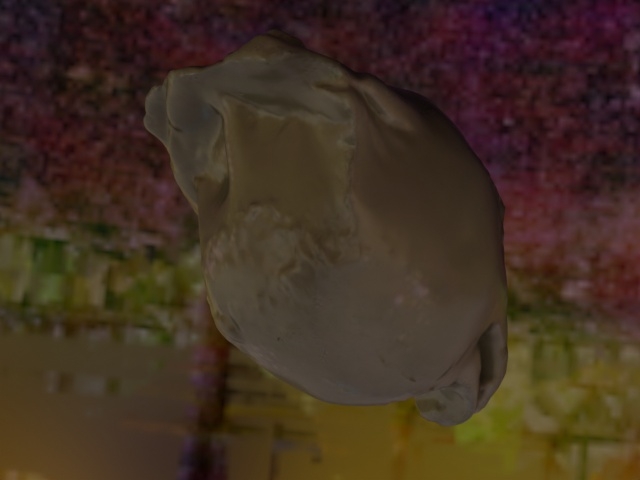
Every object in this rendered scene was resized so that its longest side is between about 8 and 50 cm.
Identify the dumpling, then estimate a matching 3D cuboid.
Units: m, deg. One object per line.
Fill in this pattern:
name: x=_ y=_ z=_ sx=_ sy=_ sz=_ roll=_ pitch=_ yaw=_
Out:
dumpling: x=0.000 y=0.000 z=0.830 sx=0.193 sy=0.147 sz=0.258 roll=6 pitch=139 yaw=44
